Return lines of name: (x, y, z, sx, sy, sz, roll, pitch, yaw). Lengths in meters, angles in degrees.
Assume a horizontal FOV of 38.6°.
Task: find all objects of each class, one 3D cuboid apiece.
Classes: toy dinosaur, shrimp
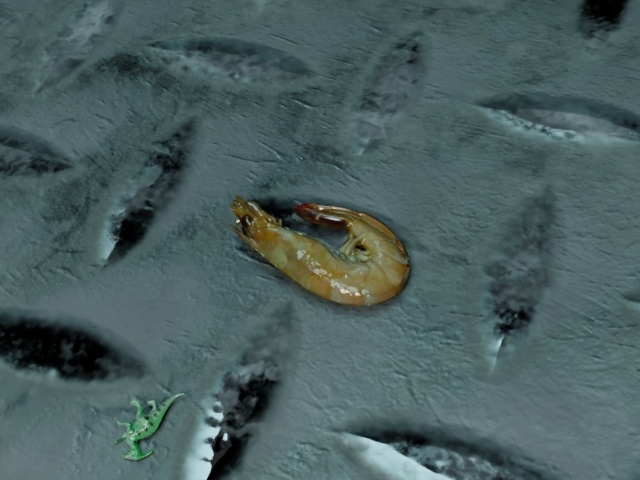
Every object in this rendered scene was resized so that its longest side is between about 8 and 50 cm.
toy dinosaur: (-0.181, 0.197, 0.969, 0.083, 0.021, 0.062, -17, 59, 0)
shrimp: (0.000, -0.002, 1.075, 0.236, 0.053, 0.133, 26, 62, 22)
